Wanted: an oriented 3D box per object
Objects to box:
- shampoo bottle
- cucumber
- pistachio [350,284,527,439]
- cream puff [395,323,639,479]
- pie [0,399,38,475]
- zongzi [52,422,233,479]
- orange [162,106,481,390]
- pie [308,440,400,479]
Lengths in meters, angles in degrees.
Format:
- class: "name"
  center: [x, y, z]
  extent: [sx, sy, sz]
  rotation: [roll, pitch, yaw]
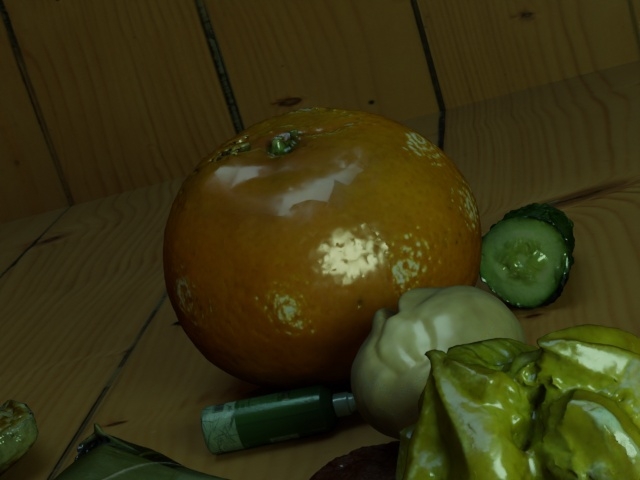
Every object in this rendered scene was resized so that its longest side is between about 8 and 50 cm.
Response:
- class: "shampoo bottle"
  center: [-0.040, 0.214, 1.533]
  extent: [0.205, 0.065, 0.065]
  rotation: [-13, 17, 12]
- class: "cucumber"
  center: [0.303, 0.001, 1.781]
  extent: [0.134, 0.134, 0.244]
  rotation: [-11, 13, 19]
- class: "pistachio"
  center: [0.140, 0.140, 1.358]
  extent: [0.188, 0.187, 0.299]
  rotation: [-11, -6, 20]
- class: "cream puff"
  center: [0.221, 0.182, 1.017]
  extent: [0.325, 0.257, 0.291]
  rotation: [-4, 19, 36]
- class: "pie"
  center: [-0.469, 0.282, 1.688]
  extent: [0.179, 0.084, 0.205]
  rotation: [-23, 16, -26]
- class: "zongzi"
  center: [-0.171, 0.320, 1.186]
  extent: [0.318, 0.154, 0.289]
  rotation: [2, 32, 35]
- class: "orange"
  center: [0.000, 0.000, 1.649]
  extent: [0.424, 0.326, 0.424]
  rotation: [-14, 25, 7]
- class: "pie"
  center: [0.059, 0.262, 1.298]
  extent: [0.182, 0.049, 0.182]
  rotation: [-16, 17, 5]
